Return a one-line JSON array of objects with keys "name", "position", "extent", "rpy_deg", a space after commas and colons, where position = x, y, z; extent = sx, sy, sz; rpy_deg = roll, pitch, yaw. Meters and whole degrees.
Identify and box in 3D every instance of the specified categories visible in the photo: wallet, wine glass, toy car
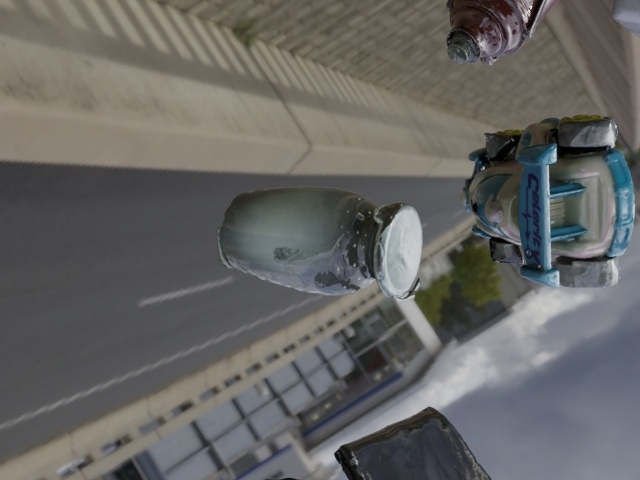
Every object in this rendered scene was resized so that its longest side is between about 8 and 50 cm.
[{"name": "wallet", "position": [0.115, 0.262, 1.026], "extent": [0.030, 0.146, 0.285], "rpy_deg": [-42, 163, 20]}, {"name": "wine glass", "position": [0.000, 0.000, 0.974], "extent": [0.204, 0.111, 0.111], "rpy_deg": [9, -162, 31]}, {"name": "toy car", "position": [0.148, -0.031, 0.708], "extent": [0.098, 0.126, 0.161], "rpy_deg": [-9, -167, -34]}]

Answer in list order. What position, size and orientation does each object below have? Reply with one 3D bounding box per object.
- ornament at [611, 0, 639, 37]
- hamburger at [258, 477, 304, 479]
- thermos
[{"name": "ornament", "position": [0.332, -0.218, 0.551], "extent": [0.239, 0.239, 0.239], "rpy_deg": [-15, 119, -65]}, {"name": "hamburger", "position": [-0.060, 0.401, 0.941], "extent": [0.276, 0.276, 0.237], "rpy_deg": [-29, 162, -33]}, {"name": "thermos", "position": [0.204, -0.262, 0.996], "extent": [0.232, 0.099, 0.124], "rpy_deg": [-51, 154, -25]}]
